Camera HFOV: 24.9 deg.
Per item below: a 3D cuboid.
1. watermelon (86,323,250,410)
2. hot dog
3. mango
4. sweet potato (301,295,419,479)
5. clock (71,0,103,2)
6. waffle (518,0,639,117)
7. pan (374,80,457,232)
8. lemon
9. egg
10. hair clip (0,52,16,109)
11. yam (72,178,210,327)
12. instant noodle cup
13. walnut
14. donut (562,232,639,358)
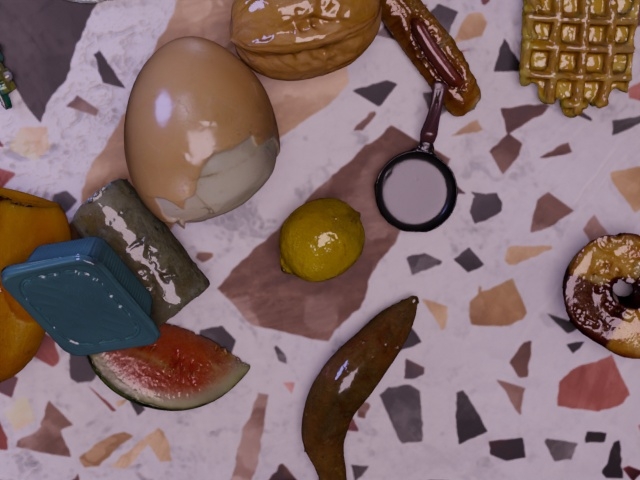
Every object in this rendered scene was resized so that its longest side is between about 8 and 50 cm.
[{"bbox_3d":[-0.221,0.169,1.967,0.245,0.063,0.119,20,81,-7],"label":"watermelon"},{"bbox_3d":[0.147,-0.263,1.955,0.066,0.047,0.216,-36,98,-3],"label":"hot dog"},{"bbox_3d":[-0.433,0.060,1.891,0.187,0.138,0.257,13,96,-34],"label":"mango"},{"bbox_3d":[0.035,0.227,1.984,0.108,0.079,0.346,18,98,-20],"label":"sweet potato"},{"bbox_3d":[-0.306,-0.430,1.891,0.236,0.053,0.237,-1,96,-6],"label":"clock"},{"bbox_3d":[0.346,-0.271,1.965,0.160,0.055,0.211,2,102,-5],"label":"waffle"},{"bbox_3d":[0.138,-0.115,1.972,0.114,0.040,0.212,9,102,-6],"label":"pan"},{"bbox_3d":[0.000,0.000,1.940,0.133,0.109,0.109,-35,98,8],"label":"lemon"},{"bbox_3d":[-0.156,-0.142,1.865,0.201,0.201,0.244,-12,87,-4],"label":"egg"},{"bbox_3d":[-0.442,-0.254,1.900,0.049,0.049,0.173,-28,97,-2],"label":"hair clip"},{"bbox_3d":[-0.242,0.015,1.919,0.107,0.107,0.194,-37,98,-1],"label":"yam"},{"bbox_3d":[-0.296,0.066,1.840,0.157,0.070,0.179,-10,134,29],"label":"instant noodle cup"},{"bbox_3d":[-0.020,-0.288,1.885,0.206,0.159,0.159,-16,98,-9],"label":"walnut"},{"bbox_3d":[0.421,0.073,2.005,0.184,0.073,0.166,18,95,-6],"label":"donut"}]
